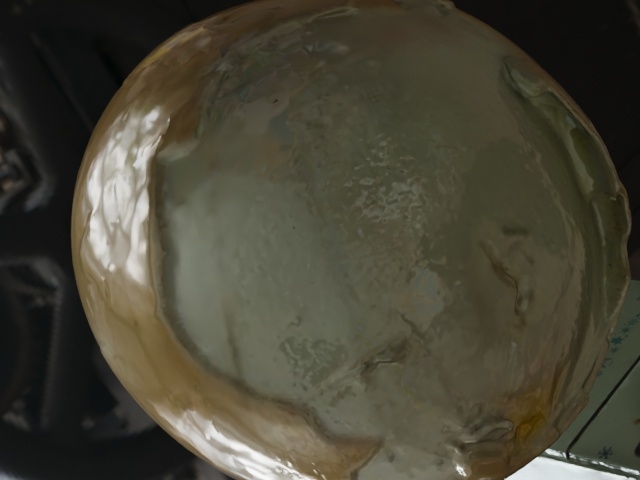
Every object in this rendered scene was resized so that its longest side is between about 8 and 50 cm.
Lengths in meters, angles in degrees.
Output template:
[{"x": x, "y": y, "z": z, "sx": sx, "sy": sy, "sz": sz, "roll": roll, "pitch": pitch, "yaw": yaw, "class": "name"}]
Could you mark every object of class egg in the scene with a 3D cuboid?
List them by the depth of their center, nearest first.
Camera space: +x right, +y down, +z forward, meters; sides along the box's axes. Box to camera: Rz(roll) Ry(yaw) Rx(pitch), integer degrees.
[{"x": 0.000, "y": 0.000, "z": 0.603, "sx": 0.244, "sy": 0.201, "sz": 0.201, "roll": 14, "pitch": 132, "yaw": 55, "class": "egg"}]

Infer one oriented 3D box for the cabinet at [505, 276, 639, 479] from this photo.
[{"x": 0.220, "y": 0.125, "z": 0.821, "sx": 0.206, "sy": 0.145, "sz": 0.150, "roll": 8, "pitch": 133, "yaw": 45, "class": "cabinet"}]
